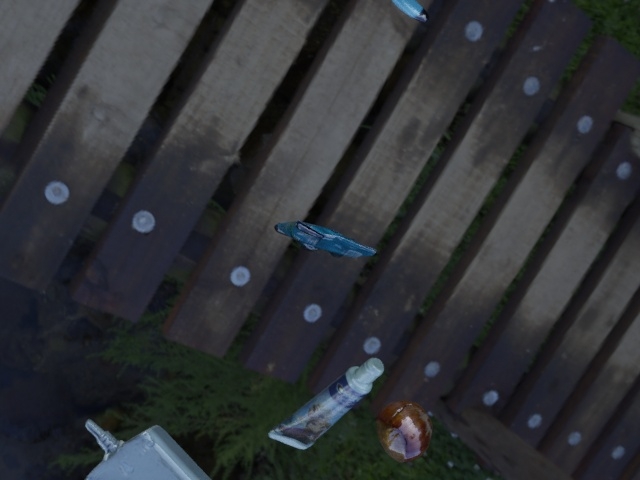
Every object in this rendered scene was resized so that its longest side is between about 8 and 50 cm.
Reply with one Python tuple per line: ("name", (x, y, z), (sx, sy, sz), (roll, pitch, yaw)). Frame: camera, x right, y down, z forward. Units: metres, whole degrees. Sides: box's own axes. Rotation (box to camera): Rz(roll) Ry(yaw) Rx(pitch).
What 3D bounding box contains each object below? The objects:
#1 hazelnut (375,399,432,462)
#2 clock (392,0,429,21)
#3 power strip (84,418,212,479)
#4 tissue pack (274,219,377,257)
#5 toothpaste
("hazelnut", (0.121, 0.271, 1.059), (0.086, 0.086, 0.086), (-13, 120, -23))
("clock", (0.036, -0.227, 0.540), (0.147, 0.045, 0.108), (44, 60, -23))
("power strip", (-0.086, 0.220, 0.548), (0.060, 0.027, 0.252), (-39, 102, 1))
("tissue pack", (0.000, 0.000, 0.765), (0.085, 0.138, 0.027), (18, 91, -10))
("toothpaste", (0.011, 0.210, 0.944), (0.062, 0.037, 0.216), (29, 129, -18))
